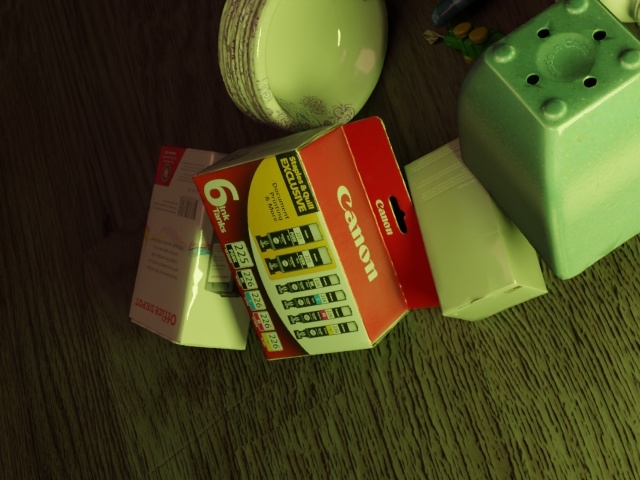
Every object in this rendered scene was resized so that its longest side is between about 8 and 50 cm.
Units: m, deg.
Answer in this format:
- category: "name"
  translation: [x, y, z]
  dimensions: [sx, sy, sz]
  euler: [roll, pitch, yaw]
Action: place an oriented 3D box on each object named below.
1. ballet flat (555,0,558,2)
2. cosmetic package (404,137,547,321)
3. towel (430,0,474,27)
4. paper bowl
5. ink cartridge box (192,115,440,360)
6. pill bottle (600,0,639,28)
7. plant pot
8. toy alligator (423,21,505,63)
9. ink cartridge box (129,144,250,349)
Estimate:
- category: "ballet flat"
  translation: [0.336, -0.369, 1.581]
  dimensions: [0.070, 0.070, 0.188]
  euler: [-44, 53, 24]
- category: "cosmetic package"
  translation: [0.215, -0.017, 1.581]
  dimensions: [0.127, 0.107, 0.237]
  euler: [-25, 69, 33]
- category: "towel"
  translation: [0.214, -0.365, 1.674]
  dimensions: [0.119, 0.067, 0.029]
  euler: [-36, 104, 25]
- category: "paper bowl"
  translation: [-0.040, -0.311, 1.729]
  dimensions: [0.148, 0.284, 0.284]
  euler: [24, 96, 41]
- category: "ink cartridge box"
  translation: [0.000, 0.000, 1.645]
  dimensions: [0.272, 0.130, 0.309]
  euler: [-12, 106, 37]
- category: "pill bottle"
  translation: [0.390, -0.406, 1.456]
  dimensions: [0.188, 0.188, 0.334]
  euler: [-47, 56, 23]
- category: "plant pot"
  translation: [0.311, -0.154, 1.376]
  dimensions: [0.247, 0.252, 0.247]
  euler: [-34, 57, 0]
- category: "toy alligator"
  translation: [0.223, -0.299, 1.667]
  dimensions: [0.051, 0.056, 0.190]
  euler: [-37, 33, -12]
- category: "ink cartridge box"
  translation: [-0.195, 0.006, 1.849]
  dimensions: [0.226, 0.131, 0.306]
  euler: [16, 97, 59]
